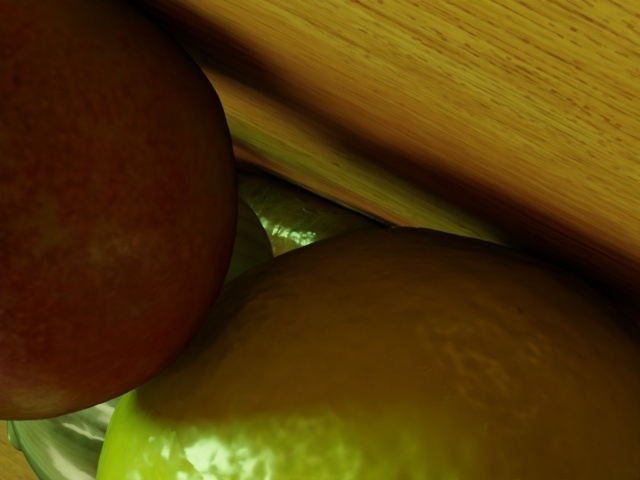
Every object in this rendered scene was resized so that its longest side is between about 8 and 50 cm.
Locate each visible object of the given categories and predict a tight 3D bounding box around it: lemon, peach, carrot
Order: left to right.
[{"bbox_3d":[-0.149,-0.028,0.843,0.231,0.231,0.231,27,176,2],"label":"peach"},{"bbox_3d":[0.000,0.000,1.225,0.186,0.060,0.060,30,178,35],"label":"carrot"},{"bbox_3d":[0.050,0.152,0.955,0.348,0.348,0.348,27,176,2],"label":"lemon"}]

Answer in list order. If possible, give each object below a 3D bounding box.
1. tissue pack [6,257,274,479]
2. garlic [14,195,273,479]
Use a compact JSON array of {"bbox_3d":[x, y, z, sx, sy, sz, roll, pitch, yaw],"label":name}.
[{"bbox_3d":[-0.054,0.132,1.420,0.387,0.277,0.267,29,-170,-30],"label":"tissue pack"},{"bbox_3d":[-0.144,0.042,1.151,0.257,0.207,0.207,36,178,16],"label":"garlic"}]
